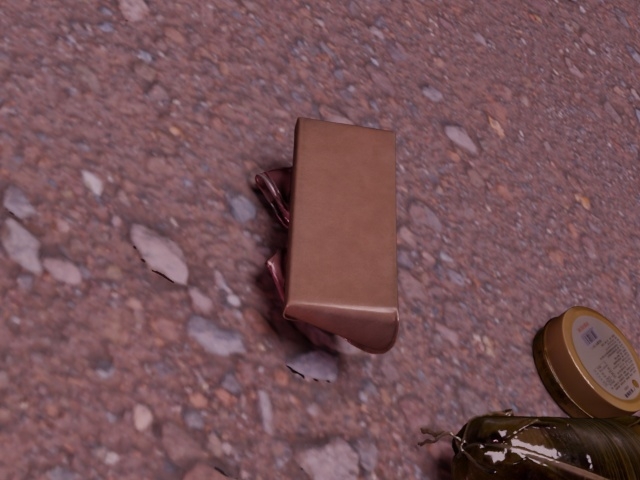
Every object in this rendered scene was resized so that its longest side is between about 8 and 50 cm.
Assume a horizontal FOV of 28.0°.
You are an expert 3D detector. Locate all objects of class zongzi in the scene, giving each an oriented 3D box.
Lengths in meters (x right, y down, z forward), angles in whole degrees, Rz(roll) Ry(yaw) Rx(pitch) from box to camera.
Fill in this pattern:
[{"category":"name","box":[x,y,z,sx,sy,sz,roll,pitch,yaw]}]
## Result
[{"category":"zongzi","box":[0.173,0.209,0.891,0.187,0.084,0.184,8,61,-34]}]

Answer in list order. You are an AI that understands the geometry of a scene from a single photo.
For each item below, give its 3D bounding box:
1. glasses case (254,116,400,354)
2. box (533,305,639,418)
[{"category":"glasses case","box":[0.000,0.000,0.922,0.102,0.070,0.193,8,47,-7]},{"category":"box","box":[0.227,0.106,1.074,0.105,0.037,0.105,28,40,-26]}]
